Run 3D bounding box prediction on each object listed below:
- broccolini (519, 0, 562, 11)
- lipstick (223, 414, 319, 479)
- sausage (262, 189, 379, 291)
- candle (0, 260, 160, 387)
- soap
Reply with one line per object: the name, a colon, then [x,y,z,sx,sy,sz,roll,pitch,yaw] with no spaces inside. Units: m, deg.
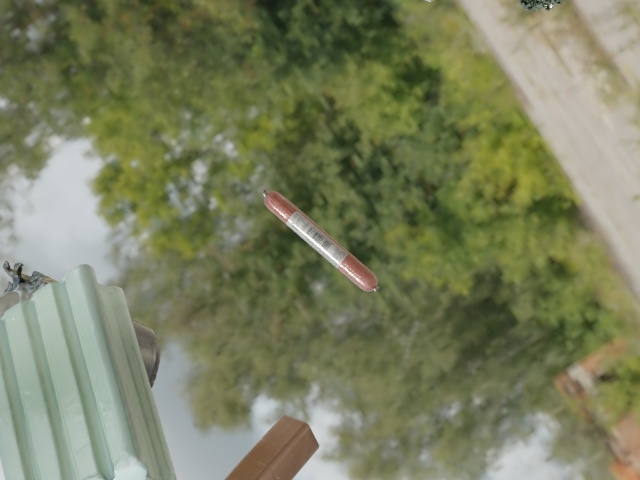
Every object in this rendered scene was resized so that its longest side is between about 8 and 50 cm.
broccolini: [0.271,-0.296,1.716,0.201,0.074,0.058,-20,-71,-80]
lipstick: [-0.064,0.255,1.552,0.045,0.145,0.045,12,138,44]
sausage: [0.000,0.000,2.072,0.223,0.029,0.029,41,-175,9]
candle: [-0.393,0.144,2.018,0.330,0.187,0.187,30,-161,-25]
soap: [-0.261,0.176,1.523,0.087,0.159,0.265,42,-160,-50]
